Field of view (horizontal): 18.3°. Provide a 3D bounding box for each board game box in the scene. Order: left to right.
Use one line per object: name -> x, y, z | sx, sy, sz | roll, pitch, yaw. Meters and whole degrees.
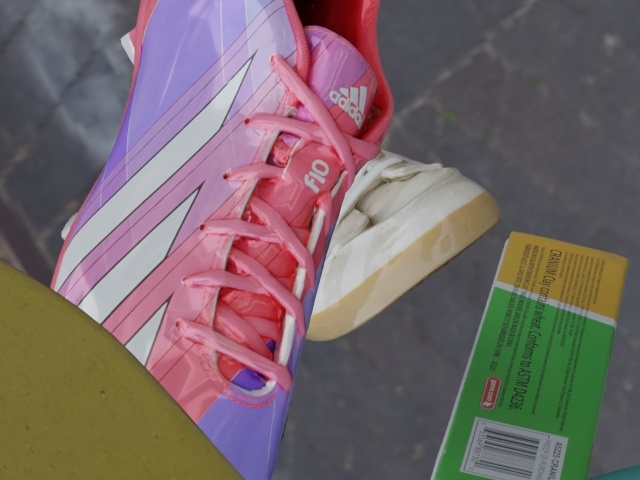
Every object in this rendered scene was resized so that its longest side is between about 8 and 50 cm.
board game box -> 0.080, 0.189, 0.986 | 0.064, 0.242, 0.316 | 13, 119, 8

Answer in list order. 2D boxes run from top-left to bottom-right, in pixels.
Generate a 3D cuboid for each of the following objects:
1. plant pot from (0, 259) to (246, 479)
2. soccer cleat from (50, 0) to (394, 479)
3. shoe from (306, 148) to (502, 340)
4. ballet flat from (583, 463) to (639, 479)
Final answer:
plant pot -> -0.073, 0.047, 0.329 | 0.081, 0.081, 0.083 | -39, 84, 30
soccer cleat -> -0.023, -0.012, 0.609 | 0.095, 0.248, 0.083 | -20, 137, 34
shoe -> 0.000, 0.000, 0.825 | 0.058, 0.076, 0.219 | 54, 155, -8
ballet flat -> 0.134, 0.082, 0.450 | 0.280, 0.095, 0.096 | -34, 73, 63
